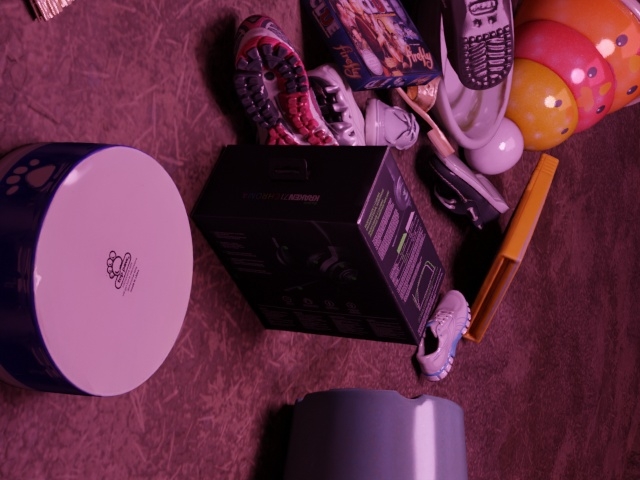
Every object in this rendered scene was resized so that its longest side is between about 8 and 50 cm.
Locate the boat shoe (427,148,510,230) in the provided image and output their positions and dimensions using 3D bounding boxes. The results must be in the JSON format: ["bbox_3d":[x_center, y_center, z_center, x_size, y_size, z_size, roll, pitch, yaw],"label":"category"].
[{"bbox_3d":[0.270,-0.088,2.130,0.302,0.091,0.114,31,22,-53],"label":"boat shoe"}]

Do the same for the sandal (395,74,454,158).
[{"bbox_3d":[0.175,-0.250,1.885,0.240,0.079,0.088,51,8,-27],"label":"sandal"}]

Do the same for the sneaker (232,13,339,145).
[{"bbox_3d":[-0.042,-0.172,1.534,0.112,0.121,0.299,-102,179,-48],"label":"sneaker"}]

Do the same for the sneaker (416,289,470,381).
[{"bbox_3d":[0.228,0.166,2.113,0.083,0.071,0.190,53,47,-42],"label":"sneaker"}]

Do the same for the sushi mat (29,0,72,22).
[{"bbox_3d":[-0.301,-0.392,1.121,0.151,0.019,0.316,-60,142,-43],"label":"sushi mat"}]

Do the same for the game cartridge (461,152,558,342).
[{"bbox_3d":[0.387,0.010,2.286,0.285,0.053,0.323,106,9,-49],"label":"game cartridge"}]

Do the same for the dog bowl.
[{"bbox_3d":[-0.248,0.029,1.170,0.265,0.104,0.265,-9,100,-62],"label":"dog bowl"}]

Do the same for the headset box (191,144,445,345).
[{"bbox_3d":[0.000,0.000,1.484,0.283,0.246,0.131,60,43,-44],"label":"headset box"}]

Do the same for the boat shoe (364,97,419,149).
[{"bbox_3d":[0.118,-0.186,1.803,0.227,0.081,0.079,-8,99,-79],"label":"boat shoe"}]

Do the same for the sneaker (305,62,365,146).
[{"bbox_3d":[0.032,-0.128,1.690,0.118,0.110,0.292,-56,140,-58],"label":"sneaker"}]

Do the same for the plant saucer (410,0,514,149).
[{"bbox_3d":[0.250,-0.368,2.066,0.400,0.100,0.400,-8,99,-61],"label":"plant saucer"}]

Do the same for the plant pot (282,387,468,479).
[{"bbox_3d":[0.077,0.400,1.614,0.341,0.341,0.334,36,53,-57],"label":"plant pot"}]

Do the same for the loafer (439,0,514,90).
[{"bbox_3d":[0.236,-0.432,1.816,0.130,0.134,0.366,-128,-146,-60],"label":"loafer"}]

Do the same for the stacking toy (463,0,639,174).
[{"bbox_3d":[0.456,-0.296,2.325,0.480,0.351,0.350,-49,136,-26],"label":"stacking toy"}]

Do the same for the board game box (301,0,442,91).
[{"bbox_3d":[0.084,-0.314,1.731,0.243,0.042,0.165,-18,76,-58],"label":"board game box"}]
